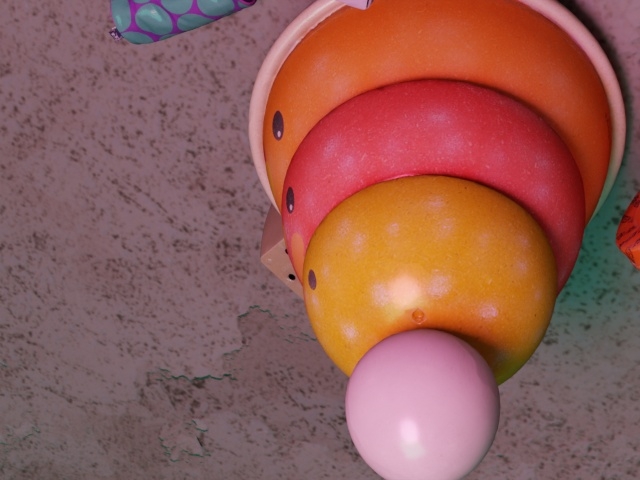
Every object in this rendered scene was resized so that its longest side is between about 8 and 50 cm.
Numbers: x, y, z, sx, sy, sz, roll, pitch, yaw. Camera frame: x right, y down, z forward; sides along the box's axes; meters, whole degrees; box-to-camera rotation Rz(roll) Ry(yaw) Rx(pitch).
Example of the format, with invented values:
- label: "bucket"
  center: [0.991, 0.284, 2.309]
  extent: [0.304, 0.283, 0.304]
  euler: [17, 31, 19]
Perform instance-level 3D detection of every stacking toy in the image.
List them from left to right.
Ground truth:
- label: "stacking toy"
  center: [0.090, 0.013, 1.325]
  extent: [0.350, 0.480, 0.350]
  euler: [3, 125, 4]

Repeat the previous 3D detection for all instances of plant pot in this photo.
- label: "plant pot"
  center: [0.000, 0.000, 1.639]
  extent: [0.109, 0.096, 0.109]
  euler: [43, 132, -10]

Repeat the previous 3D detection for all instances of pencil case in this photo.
- label: "pencil case"
  center: [-0.135, -0.238, 1.541]
  extent: [0.152, 0.064, 0.070]
  euler: [-14, 143, 32]

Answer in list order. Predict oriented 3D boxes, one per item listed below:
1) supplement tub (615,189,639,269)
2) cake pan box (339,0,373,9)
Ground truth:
- label: "supplement tub"
  center: [0.436, 0.057, 1.404]
  extent: [0.338, 0.207, 0.207]
  euler: [41, 131, -10]
- label: "cake pan box"
  center: [-0.032, -0.300, 1.324]
  extent: [0.267, 0.246, 0.070]
  euler: [19, 131, 12]
